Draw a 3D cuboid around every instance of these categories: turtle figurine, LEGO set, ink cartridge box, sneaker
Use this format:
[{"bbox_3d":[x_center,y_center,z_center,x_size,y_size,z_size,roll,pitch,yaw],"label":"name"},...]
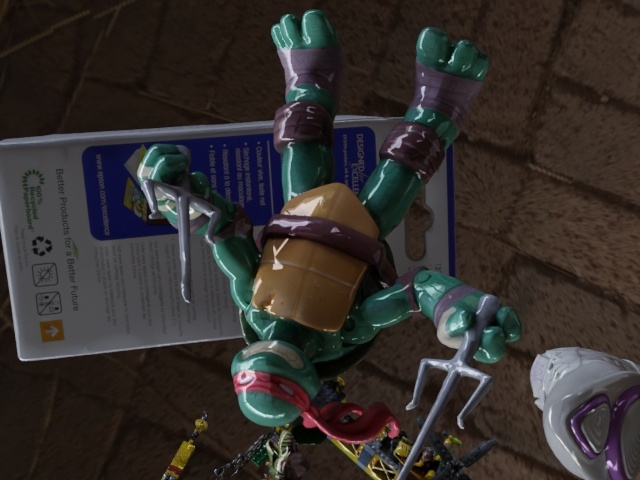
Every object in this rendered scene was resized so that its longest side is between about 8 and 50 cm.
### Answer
[{"bbox_3d":[0.000,0.000,0.402,0.175,0.118,0.234,20,61,-4],"label":"turtle figurine"},{"bbox_3d":[-0.012,0.229,0.762,0.331,0.192,0.255,-30,63,-32],"label":"LEGO set"},{"bbox_3d":[-0.071,-0.010,0.716,0.370,0.069,0.176,-5,103,-8],"label":"ink cartridge box"},{"bbox_3d":[0.261,0.168,0.852,0.152,0.305,0.114,16,91,33],"label":"sneaker"}]
